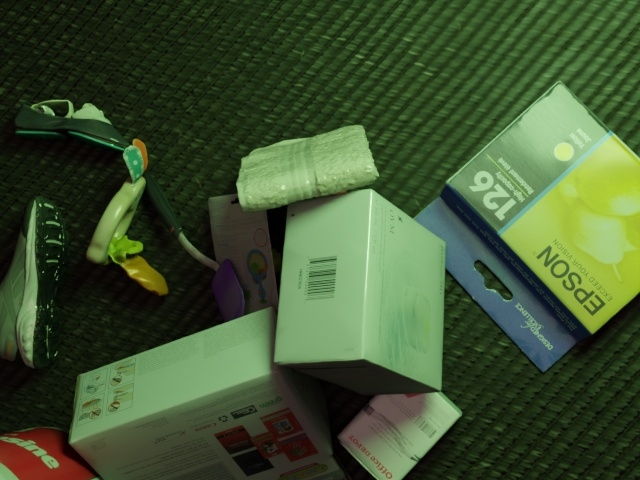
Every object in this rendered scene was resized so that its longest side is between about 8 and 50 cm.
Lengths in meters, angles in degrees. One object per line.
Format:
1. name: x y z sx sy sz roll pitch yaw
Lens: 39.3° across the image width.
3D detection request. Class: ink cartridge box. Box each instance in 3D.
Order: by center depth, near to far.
1. ink cartridge box: -0.153 0.271 1.293 0.309 0.272 0.130 -20 39 8
2. ink cartridge box: 0.335 -0.021 1.300 0.307 0.072 0.303 -43 80 1
3. ink cartridge box: 0.116 0.270 1.310 0.109 0.063 0.150 43 93 11

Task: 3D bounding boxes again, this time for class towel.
1. towel: -0.019 -0.108 1.264 0.187 0.282 0.049 -14 106 2

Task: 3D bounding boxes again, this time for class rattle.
1. rattle: -0.266 -0.037 1.378 0.143 0.130 0.200 26 84 14

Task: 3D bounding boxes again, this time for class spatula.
1. spatula: -0.199 0.006 1.385 0.296 0.030 0.084 52 137 17

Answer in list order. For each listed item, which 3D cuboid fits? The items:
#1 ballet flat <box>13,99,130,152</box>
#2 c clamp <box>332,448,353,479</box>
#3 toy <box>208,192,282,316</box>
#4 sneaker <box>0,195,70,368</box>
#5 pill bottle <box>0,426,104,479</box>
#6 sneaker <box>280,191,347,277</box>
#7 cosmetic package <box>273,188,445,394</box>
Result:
1. ballet flat: -0.396 -0.189 1.439 0.203 0.074 0.074 10 86 13
2. c clamp: -0.017 0.378 1.346 0.137 0.022 0.161 -40 78 -1
3. toy: -0.099 0.046 1.359 0.137 0.056 0.237 -6 88 45
4. sneaker: -0.466 0.062 1.412 0.108 0.100 0.271 4 85 15
5. pill bottle: -0.414 0.375 1.214 0.229 0.407 0.229 -1 84 9
6. sneaker: 0.000 0.000 1.347 0.064 0.067 0.175 22 95 -23
7. cosmetic package: 0.063 0.079 1.218 0.138 0.224 0.224 -7 68 31
